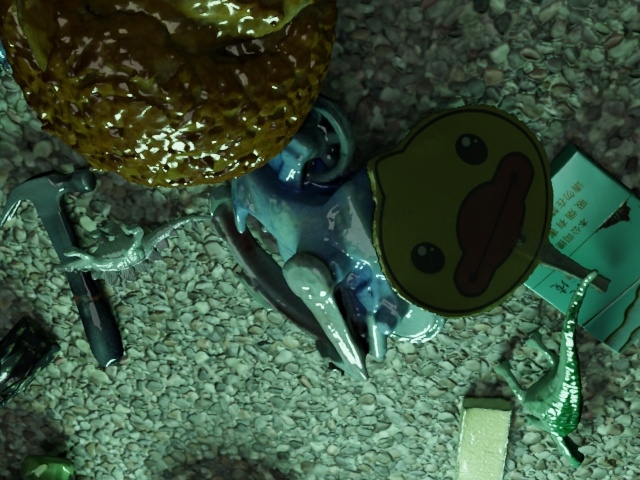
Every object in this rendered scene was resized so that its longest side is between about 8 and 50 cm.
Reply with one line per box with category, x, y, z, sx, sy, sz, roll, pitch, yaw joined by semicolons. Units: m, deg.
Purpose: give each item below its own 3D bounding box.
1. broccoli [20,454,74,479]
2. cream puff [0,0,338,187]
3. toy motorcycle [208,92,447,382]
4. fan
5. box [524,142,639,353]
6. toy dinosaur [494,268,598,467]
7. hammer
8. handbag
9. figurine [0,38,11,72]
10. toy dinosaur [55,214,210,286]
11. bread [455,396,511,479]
broccoli;-0.454;0.466;1.003;0.270;0.270;0.270;11;84;2
cream puff;-0.132;-0.182;0.547;0.303;0.212;0.303;2;112;6
toy motorcycle;-0.009;0.011;0.739;0.241;0.182;0.319;-27;103;17
fan;0.191;-0.014;0.702;0.335;0.011;0.230;24;86;-20
box;0.328;0.015;0.776;0.229;0.041;0.162;36;114;-9
toy dinosaur;0.271;0.154;0.809;0.076;0.129;0.383;-39;134;-16
hammer;-0.331;0.048;0.881;0.137;0.037;0.290;-7;114;10
handbag;-0.437;0.195;0.910;0.072;0.139;0.115;41;113;-21
figurine;-0.406;-0.250;0.698;0.114;0.144;0.178;-21;123;20
toy dinosaur;-0.235;0.007;0.835;0.208;0.039;0.082;-21;130;2
bread;0.229;0.288;0.928;0.068;0.028;0.154;1;116;7
